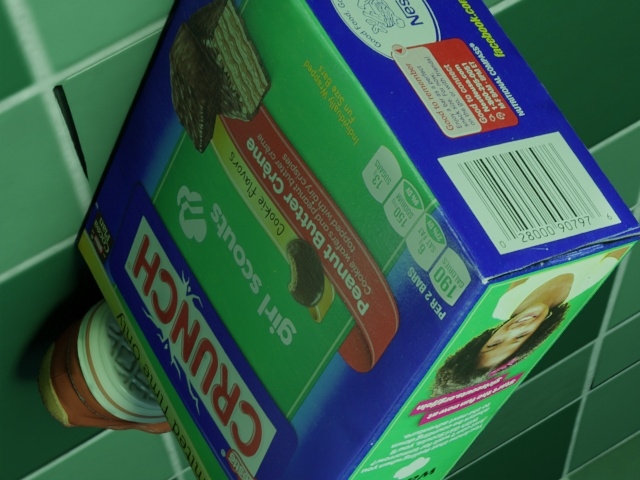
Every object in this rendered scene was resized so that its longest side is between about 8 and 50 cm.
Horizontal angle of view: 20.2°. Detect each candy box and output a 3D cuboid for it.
[{"bbox_3d":[0.000,0.000,1.015,0.122,0.268,0.317,-14,150,-33],"label":"candy box"}]

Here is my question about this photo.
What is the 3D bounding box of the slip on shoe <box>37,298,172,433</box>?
[{"bbox_3d":[-0.070,0.082,1.305,0.101,0.123,0.331,-22,168,37],"label":"slip on shoe"}]
